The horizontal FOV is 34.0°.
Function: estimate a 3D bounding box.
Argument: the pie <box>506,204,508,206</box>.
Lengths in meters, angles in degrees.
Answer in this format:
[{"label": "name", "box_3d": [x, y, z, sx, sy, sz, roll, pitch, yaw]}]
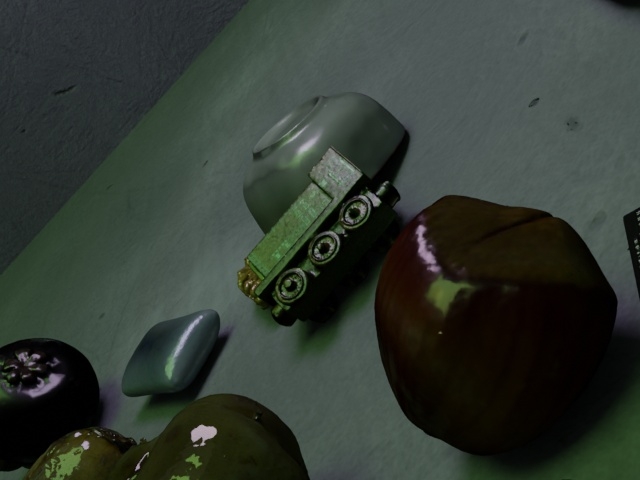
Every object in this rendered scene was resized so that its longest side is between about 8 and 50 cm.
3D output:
[{"label": "pie", "box_3d": [0.161, 0.044, 1.052, 0.182, 0.049, 0.182, -40, 26, 24]}]

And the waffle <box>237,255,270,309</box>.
[{"label": "waffle", "box_3d": [-0.048, 0.031, 1.478, 0.149, 0.051, 0.194, -41, 16, -5]}]

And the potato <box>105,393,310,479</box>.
[{"label": "potato", "box_3d": [-0.123, 0.290, 1.030, 0.351, 0.202, 0.218, -48, 29, 44]}]

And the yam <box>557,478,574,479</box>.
[{"label": "yam", "box_3d": [0.116, 0.238, 0.759, 0.194, 0.107, 0.107, -29, 30, 40]}]

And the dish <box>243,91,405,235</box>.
[{"label": "dish", "box_3d": [-0.012, -0.124, 1.507, 0.256, 0.117, 0.256, -37, 17, 13]}]

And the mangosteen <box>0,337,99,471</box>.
[{"label": "mangosteen", "box_3d": [-0.478, 0.275, 1.735, 0.243, 0.243, 0.243, -41, 24, 22]}]

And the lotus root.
[{"label": "lotus root", "box_3d": [-0.344, 0.369, 1.396, 0.278, 0.154, 0.154, -50, 22, 0]}]

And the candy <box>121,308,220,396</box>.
[{"label": "candy", "box_3d": [-0.224, 0.171, 1.564, 0.174, 0.071, 0.138, -17, 39, 53]}]

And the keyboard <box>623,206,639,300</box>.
[{"label": "keyboard", "box_3d": [0.292, 0.026, 0.878, 0.064, 0.010, 0.198, -35, 26, 29]}]

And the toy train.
[{"label": "toy train", "box_3d": [0.000, 0.000, 1.331, 0.225, 0.090, 0.137, -49, 49, 4]}]

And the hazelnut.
[{"label": "hazelnut", "box_3d": [0.141, 0.073, 0.892, 0.181, 0.181, 0.212, -27, 38, -15]}]
